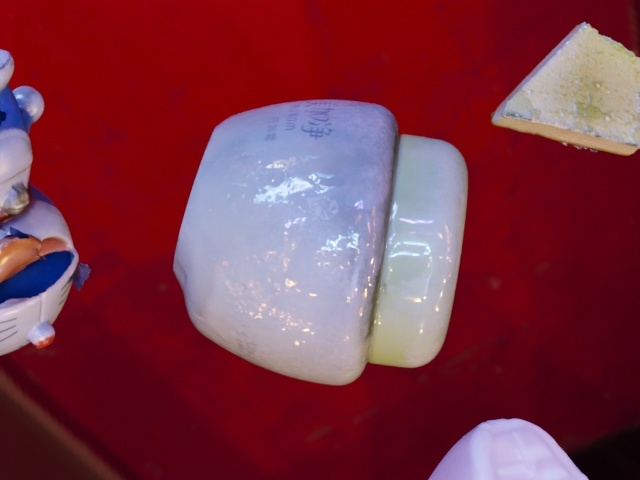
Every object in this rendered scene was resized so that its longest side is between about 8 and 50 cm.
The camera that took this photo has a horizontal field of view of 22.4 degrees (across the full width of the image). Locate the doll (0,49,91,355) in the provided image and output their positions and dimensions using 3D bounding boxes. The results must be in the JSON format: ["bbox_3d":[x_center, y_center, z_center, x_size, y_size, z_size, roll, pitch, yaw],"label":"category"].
[{"bbox_3d":[-0.277,-0.025,1.331,0.215,0.161,0.257,-49,147,-47],"label":"doll"}]

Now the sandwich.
[{"bbox_3d":[0.316,-0.202,2.023,0.193,0.163,0.058,11,165,-13],"label":"sandwich"}]

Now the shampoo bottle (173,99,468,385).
[{"bbox_3d":[0.000,0.000,1.838,0.317,0.322,0.322,6,145,3],"label":"shampoo bottle"}]

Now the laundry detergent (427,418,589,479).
[{"bbox_3d":[0.082,0.266,1.089,0.087,0.159,0.335,-2,141,-27],"label":"laundry detergent"}]
